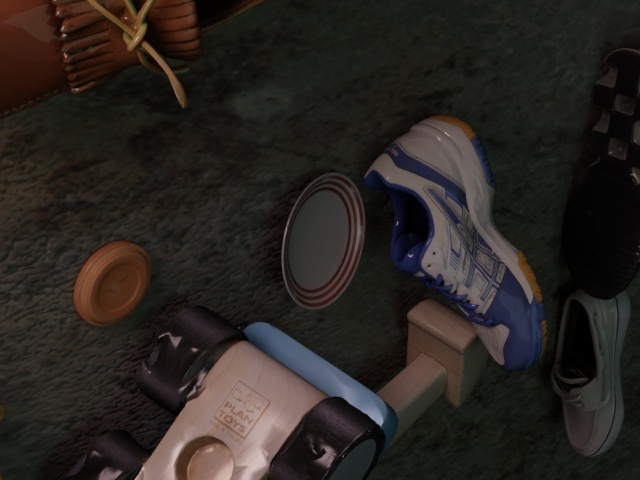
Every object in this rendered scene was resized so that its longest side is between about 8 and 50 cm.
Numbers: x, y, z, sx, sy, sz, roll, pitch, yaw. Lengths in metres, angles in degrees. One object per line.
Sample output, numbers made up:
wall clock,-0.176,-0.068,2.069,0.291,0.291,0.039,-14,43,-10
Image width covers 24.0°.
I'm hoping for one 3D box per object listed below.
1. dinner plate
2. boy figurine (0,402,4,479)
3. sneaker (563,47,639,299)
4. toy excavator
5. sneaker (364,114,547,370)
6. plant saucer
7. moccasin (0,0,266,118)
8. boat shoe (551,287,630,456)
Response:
dinner plate,0.000,0.000,1.521,0.141,0.017,0.141,-22,118,-48
boy figurine,-0.328,0.220,1.250,0.177,0.092,0.285,6,113,-48
sneaker,0.400,-0.081,1.861,0.146,0.122,0.330,-14,125,-41
toy excavator,-0.009,0.208,1.552,0.433,0.222,0.445,-55,157,-7
sneaker,0.136,0.021,1.594,0.131,0.112,0.296,-31,104,-25
plant saucer,-0.185,0.040,1.355,0.083,0.013,0.083,-29,134,-35
moccasin,-0.132,-0.188,1.149,0.380,0.147,0.139,-28,133,-35
boat shoe,0.351,0.178,2.006,0.088,0.096,0.267,-19,127,-36
